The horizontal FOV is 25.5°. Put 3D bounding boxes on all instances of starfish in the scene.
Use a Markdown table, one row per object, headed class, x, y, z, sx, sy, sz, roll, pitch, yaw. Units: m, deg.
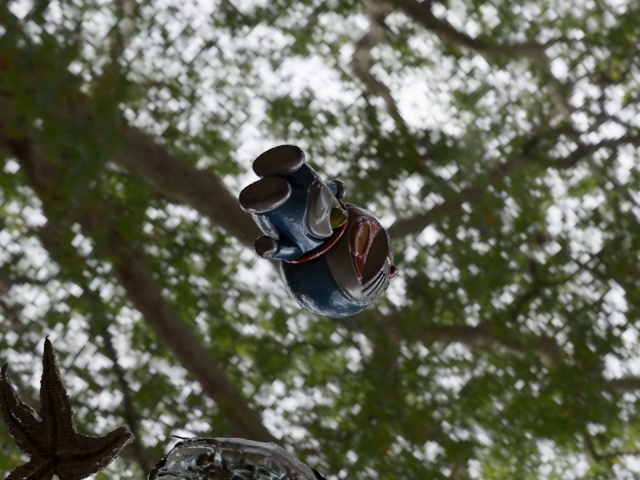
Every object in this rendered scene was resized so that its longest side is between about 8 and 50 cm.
| class | x | y | z | sx | sy | sz | roll | pitch | yaw |
| --- | --- | --- | --- | --- | --- | --- | --- | --- | --- |
| starfish | -0.285 | 0.224 | 1.495 | 0.240 | 0.043 | 0.227 | -30 | -112 | 28 |

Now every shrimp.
| class | x | y | z | sx | sy | sz | roll | pitch | yaw |
| --- | --- | --- | --- | --- | --- | --- | --- | --- | --- |
| shrimp | -0.064 | 0.274 | 1.494 | 0.058 | 0.253 | 0.173 | -54 | -129 | 18 |

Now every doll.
| class | x | y | z | sx | sy | sz | roll | pitch | yaw |
| --- | --- | --- | --- | --- | --- | --- | --- | --- | --- |
| doll | 0.000 | 0.000 | 1.049 | 0.085 | 0.152 | 0.114 | -8 | -137 | 36 |

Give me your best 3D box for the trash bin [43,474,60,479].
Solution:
| class | x | y | z | sx | sy | sz | roll | pitch | yaw |
| --- | --- | --- | --- | --- | --- | --- | --- | --- | --- |
| trash bin | -0.249 | 0.246 | 1.183 | 0.092 | 0.061 | 0.043 | -26 | -165 | 8 |
